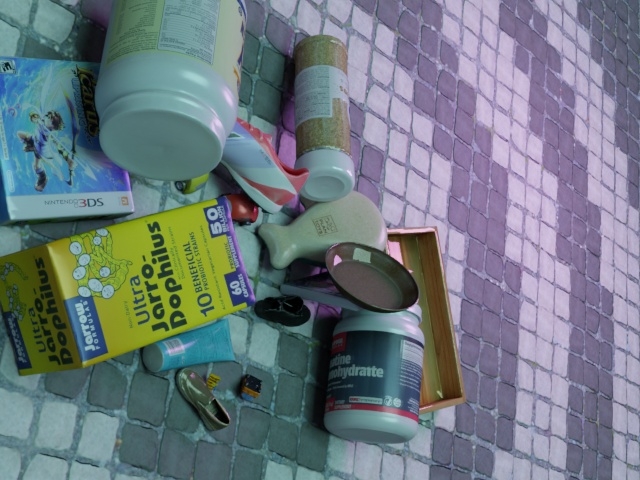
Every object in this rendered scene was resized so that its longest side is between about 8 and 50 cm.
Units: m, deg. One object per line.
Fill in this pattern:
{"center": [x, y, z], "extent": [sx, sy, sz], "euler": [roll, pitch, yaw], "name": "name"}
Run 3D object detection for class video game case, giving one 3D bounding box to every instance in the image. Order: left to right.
{"center": [-0.439, -0.165, 1.657], "extent": [0.244, 0.061, 0.269], "euler": [-6, 85, -49], "name": "video game case"}
{"center": [0.053, 0.096, 2.018], "extent": [0.183, 0.201, 0.023], "euler": [-14, 108, -48], "name": "video game case"}

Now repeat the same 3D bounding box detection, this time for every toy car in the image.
{"center": [-0.215, -0.045, 1.872], "extent": [0.239, 0.053, 0.225], "euler": [41, 53, -33], "name": "toy car"}
{"center": [-0.165, 0.269, 1.873], "extent": [0.122, 0.060, 0.040], "euler": [20, 109, -25], "name": "toy car"}

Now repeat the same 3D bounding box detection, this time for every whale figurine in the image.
{"center": [0.000, 0.000, 2.054], "extent": [0.272, 0.141, 0.216], "euler": [-15, 69, -27], "name": "whale figurine"}

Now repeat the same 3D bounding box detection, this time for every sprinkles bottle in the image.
{"center": [0.004, -0.255, 2.059], "extent": [0.121, 0.121, 0.355], "euler": [28, 48, -40], "name": "sprinkles bottle"}

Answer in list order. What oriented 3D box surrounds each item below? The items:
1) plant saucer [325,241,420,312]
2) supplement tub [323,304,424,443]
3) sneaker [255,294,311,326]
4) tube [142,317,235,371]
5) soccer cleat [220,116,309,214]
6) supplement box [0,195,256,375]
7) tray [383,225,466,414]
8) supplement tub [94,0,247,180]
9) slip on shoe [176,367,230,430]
{"center": [0.094, 0.078, 1.923], "extent": [0.199, 0.036, 0.198], "euler": [20, 31, -13], "name": "plant saucer"}
{"center": [0.112, 0.264, 2.043], "extent": [0.191, 0.191, 0.272], "euler": [26, 62, -41], "name": "supplement tub"}
{"center": [-0.059, 0.136, 1.966], "extent": [0.170, 0.089, 0.051], "euler": [13, 71, -44], "name": "sneaker"}
{"center": [-0.227, 0.193, 1.806], "extent": [0.207, 0.052, 0.080], "euler": [-7, 90, -53], "name": "tube"}
{"center": [-0.160, -0.190, 1.884], "extent": [0.318, 0.116, 0.108], "euler": [45, 13, -18], "name": "soccer cleat"}
{"center": [-0.313, 0.069, 1.622], "extent": [0.356, 0.195, 0.194], "euler": [-19, 94, -45], "name": "supplement box"}
{"center": [0.209, 0.177, 2.258], "extent": [0.203, 0.076, 0.410], "euler": [-3, 82, -47], "name": "tray"}
{"center": [-0.250, -0.288, 1.689], "extent": [0.235, 0.235, 0.324], "euler": [31, 49, -38], "name": "supplement tub"}
{"center": [-0.209, 0.285, 1.803], "extent": [0.051, 0.041, 0.135], "euler": [-42, 111, -44], "name": "slip on shoe"}
